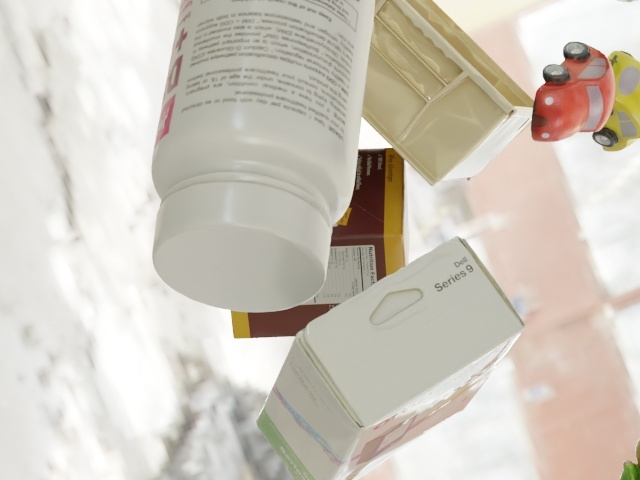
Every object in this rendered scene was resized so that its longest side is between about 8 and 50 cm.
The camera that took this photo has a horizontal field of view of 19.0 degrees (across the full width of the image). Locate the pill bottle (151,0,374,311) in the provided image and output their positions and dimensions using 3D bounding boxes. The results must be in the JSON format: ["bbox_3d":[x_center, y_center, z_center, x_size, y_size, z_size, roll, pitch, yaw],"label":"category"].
[{"bbox_3d":[-0.047,-0.097,1.520,0.160,0.160,0.283,52,37,-50],"label":"pill bottle"}]

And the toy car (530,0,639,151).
[{"bbox_3d":[0.255,-0.181,1.583,0.239,0.053,0.225,1,105,-65],"label":"toy car"}]

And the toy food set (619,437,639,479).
[{"bbox_3d":[0.357,0.226,1.976,0.038,0.192,0.132,35,-21,30],"label":"toy food set"}]

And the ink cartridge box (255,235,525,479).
[{"bbox_3d":[0.048,0.102,1.452,0.093,0.154,0.212,54,-21,15],"label":"ink cartridge box"}]

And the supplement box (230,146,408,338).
[{"bbox_3d":[0.000,0.000,2.118,0.191,0.194,0.129,-86,172,-57],"label":"supplement box"}]

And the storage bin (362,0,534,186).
[{"bbox_3d":[0.102,-0.191,2.116,0.260,0.123,0.262,46,12,7],"label":"storage bin"}]
